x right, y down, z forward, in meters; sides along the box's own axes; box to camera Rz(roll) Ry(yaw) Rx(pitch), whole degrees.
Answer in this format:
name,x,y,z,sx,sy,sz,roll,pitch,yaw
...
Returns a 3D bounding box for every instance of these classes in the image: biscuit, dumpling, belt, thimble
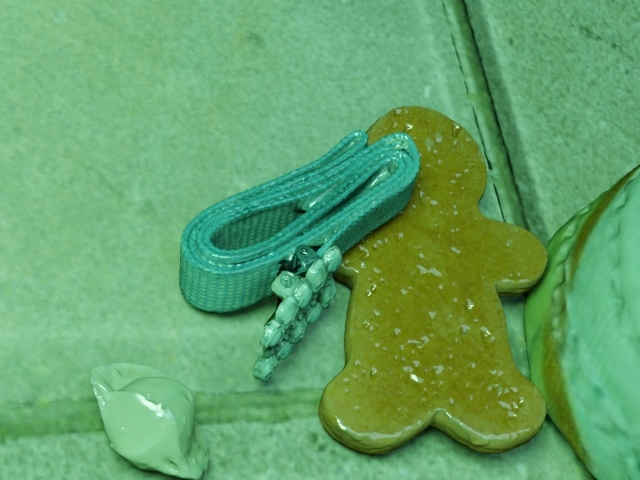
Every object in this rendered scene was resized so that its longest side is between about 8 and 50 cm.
name,x,y,z,sx,sy,sz,roll,pitch,yaw
biscuit,0.069,0.024,1.019,0.165,0.036,0.250,5,61,-15
dumpling,-0.097,0.102,0.884,0.076,0.057,0.052,15,94,5
belt,0.001,-0.003,0.959,0.179,0.065,0.100,-34,64,-26
thimble,0.279,0.062,1.049,0.254,0.167,0.288,41,50,-4
